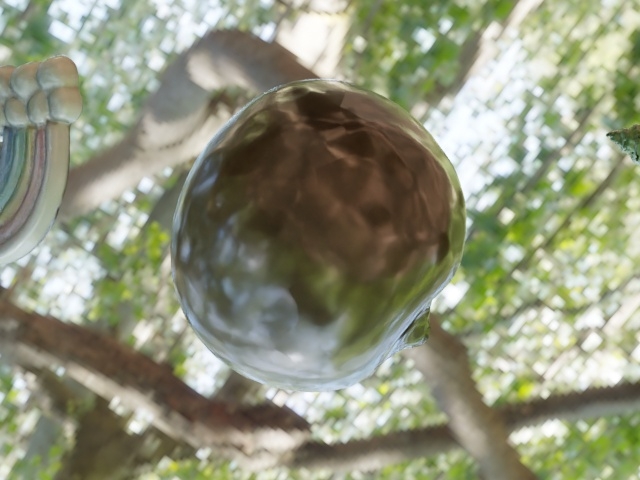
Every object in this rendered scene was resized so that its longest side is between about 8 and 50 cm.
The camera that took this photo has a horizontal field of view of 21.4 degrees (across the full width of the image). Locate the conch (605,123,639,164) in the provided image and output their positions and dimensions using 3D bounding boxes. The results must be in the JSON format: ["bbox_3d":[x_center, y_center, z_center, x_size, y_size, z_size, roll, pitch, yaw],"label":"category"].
[{"bbox_3d":[0.462,-0.114,2.133,0.200,0.095,0.079,-4,-118,6],"label":"conch"}]

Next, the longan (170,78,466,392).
[{"bbox_3d":[-0.004,0.000,1.599,0.297,0.297,0.297,26,-149,-17],"label":"longan"}]

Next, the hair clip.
[{"bbox_3d":[-0.238,-0.054,1.188,0.220,0.140,0.054,1,-176,42],"label":"hair clip"}]
